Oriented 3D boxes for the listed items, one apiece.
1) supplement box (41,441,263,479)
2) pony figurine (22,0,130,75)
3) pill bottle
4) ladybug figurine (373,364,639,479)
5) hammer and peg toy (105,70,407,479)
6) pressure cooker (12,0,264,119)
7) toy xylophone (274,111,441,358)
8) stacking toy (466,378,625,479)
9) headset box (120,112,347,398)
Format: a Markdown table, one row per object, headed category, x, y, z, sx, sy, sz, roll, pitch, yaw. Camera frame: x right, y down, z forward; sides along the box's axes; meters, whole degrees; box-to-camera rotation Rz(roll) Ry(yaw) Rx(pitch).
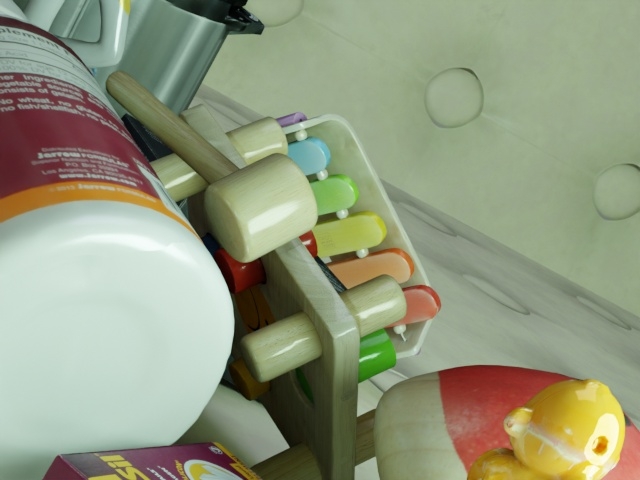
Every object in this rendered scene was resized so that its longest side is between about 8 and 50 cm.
| category | x | y | z | sx | sy | sz | roll | pitch | yaw |
| --- | --- | --- | --- | --- | --- | --- | --- | --- | --- |
| supplement box | -0.095 | 0.190 | 0.951 | 0.104 | 0.081 | 0.188 | 35 | 11 | 25 |
| pony figurine | -0.347 | -0.167 | 1.415 | 0.351 | 0.364 | 0.303 | 16 | 14 | 6 |
| pill bottle | -0.233 | -0.025 | 1.069 | 0.224 | 0.224 | 0.392 | 22 | 20 | -40 |
| ladybug figurine | 0.165 | 0.211 | 1.027 | 0.305 | 0.162 | 0.449 | 59 | 2 | 16 |
| hammer and peg toy | -0.043 | 0.017 | 1.170 | 0.266 | 0.127 | 0.361 | 54 | -22 | 34 |
| pressure cooker | -0.282 | -0.273 | 1.728 | 0.375 | 0.420 | 0.370 | 33 | 14 | 17 |
| toy xylophone | 0.000 | 0.000 | 1.736 | 0.323 | 0.236 | 0.081 | 57 | 43 | -12 |
| stacking toy | 0.050 | 0.191 | 0.721 | 0.175 | 0.302 | 0.166 | 24 | 12 | -27 |
| headset box | -0.107 | 0.026 | 1.515 | 0.246 | 0.131 | 0.283 | 34 | 7 | -30 |
